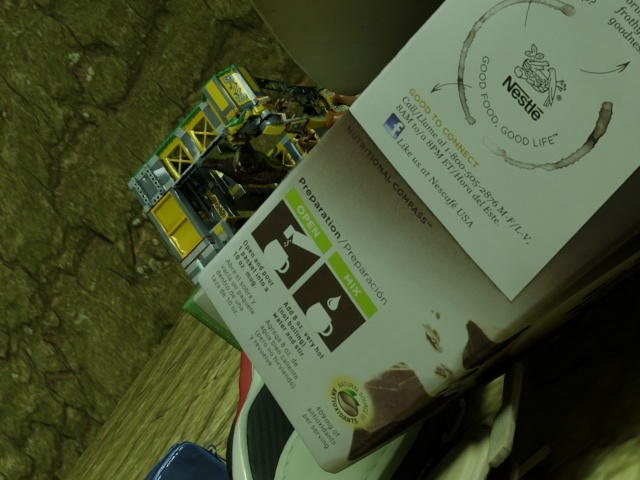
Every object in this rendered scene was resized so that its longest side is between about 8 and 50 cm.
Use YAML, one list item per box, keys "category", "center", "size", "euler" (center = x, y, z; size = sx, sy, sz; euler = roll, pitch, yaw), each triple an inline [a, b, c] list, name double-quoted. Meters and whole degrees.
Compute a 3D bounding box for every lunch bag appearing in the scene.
- category: "lunch bag"
  center: [-0.118, 0.217, 1.139]
  size: [0.098, 0.067, 0.065]
  euler: [-52, 7, -16]

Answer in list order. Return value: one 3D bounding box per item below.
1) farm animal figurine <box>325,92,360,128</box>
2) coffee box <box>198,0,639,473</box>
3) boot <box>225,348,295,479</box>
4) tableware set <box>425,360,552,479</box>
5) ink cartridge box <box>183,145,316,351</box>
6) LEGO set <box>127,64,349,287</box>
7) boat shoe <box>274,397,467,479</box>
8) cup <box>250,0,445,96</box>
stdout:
- category: "farm animal figurine"
  center: [0.122, -0.232, 1.444]
  size: [0.330, 0.172, 0.326]
  euler: [-62, -29, -60]
- category: "coffee box"
  center: [0.103, -0.038, 0.571]
  size: [0.168, 0.119, 0.297]
  euler: [-22, -18, -47]
- category: "boot"
  center: [-0.021, 0.153, 0.851]
  size: [0.244, 0.088, 0.176]
  euler: [-95, 14, -55]
- category: "tableware set"
  center: [0.051, 0.143, 0.519]
  size: [0.128, 0.039, 0.194]
  euler: [-56, 2, 24]
- category: "ink cartridge box"
  center: [0.000, 0.000, 1.281]
  size: [0.207, 0.119, 0.353]
  euler: [-53, 6, -17]
- category: "LEGO set"
  center: [-0.047, -0.058, 1.568]
  size: [0.255, 0.192, 0.331]
  euler: [-41, -18, 17]
- category: "boat shoe"
  center: [0.040, 0.100, 0.719]
  size: [0.081, 0.068, 0.228]
  euler: [-16, 25, 27]
- category: "cup"
  center: [0.085, -0.253, 0.608]
  size: [0.237, 0.331, 0.331]
  euler: [-11, 23, 20]
